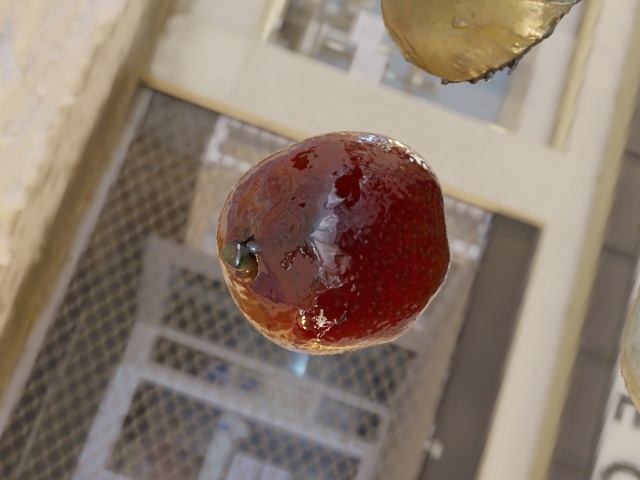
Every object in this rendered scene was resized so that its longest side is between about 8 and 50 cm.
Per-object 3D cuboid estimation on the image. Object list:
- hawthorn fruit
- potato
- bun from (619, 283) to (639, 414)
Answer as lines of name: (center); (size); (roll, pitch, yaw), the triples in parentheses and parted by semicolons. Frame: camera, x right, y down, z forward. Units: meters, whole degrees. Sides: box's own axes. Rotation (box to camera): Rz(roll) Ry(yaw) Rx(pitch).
hawthorn fruit: (0.000, 0.000, 1.049); (0.169, 0.188, 0.169); (-7, -99, 49)
potato: (0.101, -0.186, 0.892); (0.200, 0.081, 0.164); (-36, -141, 50)
bun: (0.387, 0.081, 1.192); (0.273, 0.272, 0.168); (-71, 144, -45)
